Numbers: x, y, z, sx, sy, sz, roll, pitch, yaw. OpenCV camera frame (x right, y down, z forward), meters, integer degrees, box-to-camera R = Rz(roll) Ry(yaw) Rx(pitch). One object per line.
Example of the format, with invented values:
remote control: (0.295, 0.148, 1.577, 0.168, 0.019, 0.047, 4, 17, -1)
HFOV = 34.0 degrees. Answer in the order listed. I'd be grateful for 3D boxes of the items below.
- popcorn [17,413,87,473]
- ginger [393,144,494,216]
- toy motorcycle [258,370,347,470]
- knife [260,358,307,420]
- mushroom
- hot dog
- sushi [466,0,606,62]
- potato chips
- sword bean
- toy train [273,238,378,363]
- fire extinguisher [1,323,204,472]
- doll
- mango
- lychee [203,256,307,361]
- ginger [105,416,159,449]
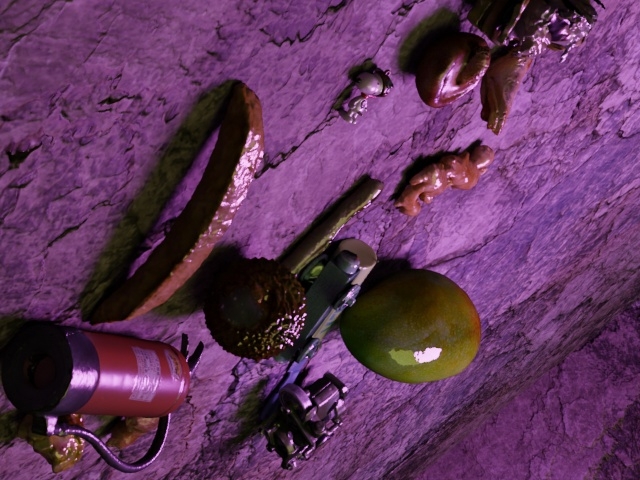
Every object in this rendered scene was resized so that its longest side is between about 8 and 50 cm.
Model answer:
popcorn: (-0.373, 0.277, 1.488, 0.089, 0.097, 0.109, -31, 168, -17)
ginger: (0.215, -0.104, 1.797, 0.193, 0.052, 0.176, -44, 162, 6)
toy motorcycle: (-0.015, 0.351, 2.096, 0.205, 0.127, 0.275, -35, 161, -32)
knife: (-0.047, 0.246, 2.042, 0.044, 0.019, 0.313, -5, 135, -50)
mushroom: (0.188, -0.238, 1.482, 0.127, 0.087, 0.127, -32, 150, -21)
hot dog: (0.284, -0.250, 1.642, 0.078, 0.061, 0.169, 71, 42, -73)
sushi: (0.303, -0.310, 1.491, 0.139, 0.131, 0.291, -56, 161, 25)
potato chips: (-0.169, -0.016, 1.327, 0.407, 0.080, 0.057, -53, 165, 26)
sword bean: (0.000, -0.001, 1.661, 0.269, 0.038, 0.043, -45, 151, 4)
toy train: (0.005, 0.103, 1.788, 0.253, 0.105, 0.157, -57, 167, 30)
fire extinguisher: (-0.292, 0.216, 1.461, 0.200, 0.113, 0.376, -60, 155, 5)
doll: (0.063, -0.196, 1.422, 0.058, 0.040, 0.085, -10, 138, -31)
mango: (0.165, 0.160, 1.960, 0.201, 0.225, 0.382, -36, 159, 30)
lychee: (-0.097, 0.101, 1.554, 0.171, 0.171, 0.171, -34, 155, -18)
ginger: (-0.286, 0.281, 1.659, 0.165, 0.067, 0.096, -50, 177, 17)
